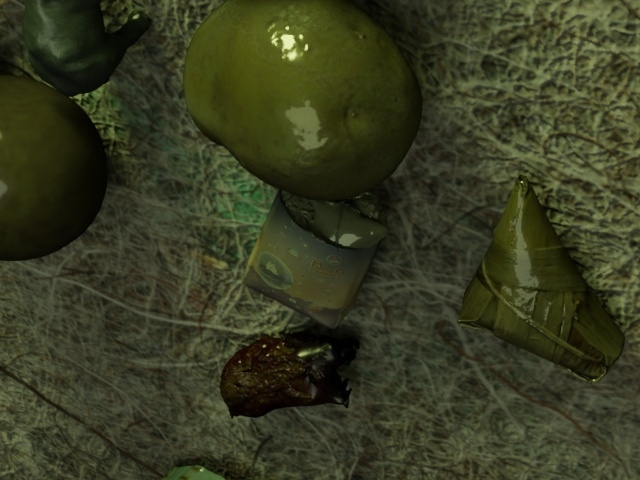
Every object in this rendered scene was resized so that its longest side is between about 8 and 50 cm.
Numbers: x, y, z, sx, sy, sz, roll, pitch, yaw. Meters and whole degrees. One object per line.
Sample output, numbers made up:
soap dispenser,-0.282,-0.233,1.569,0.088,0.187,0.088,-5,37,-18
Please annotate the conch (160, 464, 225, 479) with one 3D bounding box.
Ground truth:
conch,-0.132,0.449,1.587,0.303,0.215,0.319,29,133,20

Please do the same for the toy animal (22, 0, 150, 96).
toy animal,-0.225,-0.246,1.151,0.082,0.137,0.269,16,138,21

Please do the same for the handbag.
handbag,0.000,0.000,1.252,0.117,0.095,0.173,26,141,1

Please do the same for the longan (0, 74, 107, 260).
longan,-0.320,-0.074,1.296,0.220,0.196,0.196,9,128,33

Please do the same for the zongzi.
zongzi,0.224,0.037,1.166,0.160,0.078,0.176,23,129,4

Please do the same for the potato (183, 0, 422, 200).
potato,-0.021,-0.132,1.117,0.235,0.160,0.178,18,94,33

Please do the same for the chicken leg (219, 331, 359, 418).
chicken leg,-0.043,0.152,1.407,0.234,0.063,0.105,-15,111,38
